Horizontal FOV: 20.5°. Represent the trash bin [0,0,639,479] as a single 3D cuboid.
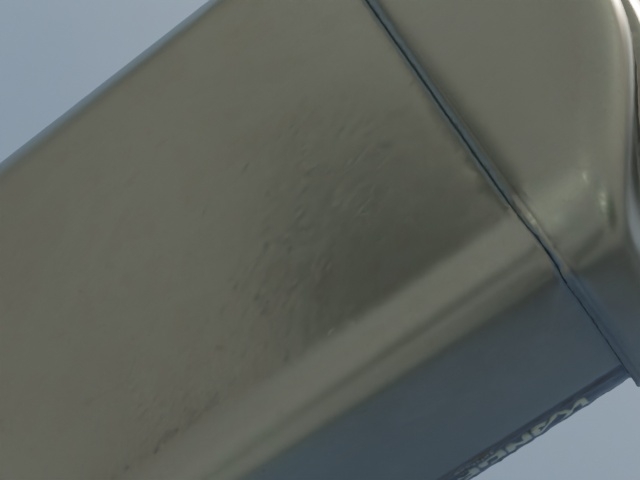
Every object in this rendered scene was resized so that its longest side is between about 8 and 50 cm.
[{"bbox_3d":[0.000,0.000,0.542,0.236,0.101,0.177,-36,-129,5],"label":"trash bin"}]
